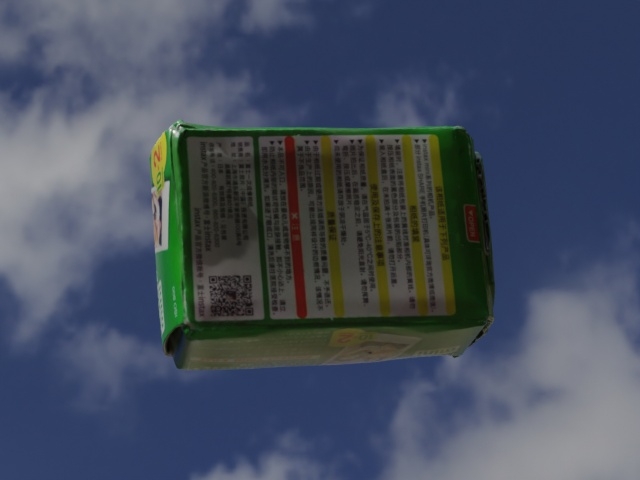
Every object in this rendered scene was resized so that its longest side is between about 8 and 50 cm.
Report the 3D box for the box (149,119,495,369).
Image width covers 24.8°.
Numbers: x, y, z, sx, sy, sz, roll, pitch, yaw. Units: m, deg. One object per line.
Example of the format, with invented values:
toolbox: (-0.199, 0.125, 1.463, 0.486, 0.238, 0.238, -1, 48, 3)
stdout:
box: (0.000, 0.000, 1.083, 0.250, 0.180, 0.103, 0, -19, -9)
